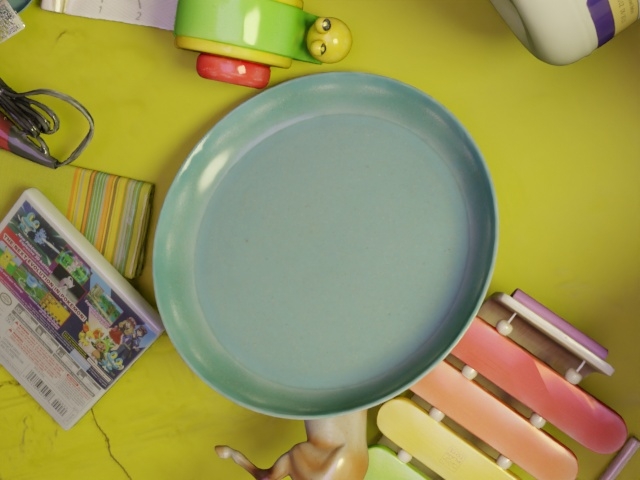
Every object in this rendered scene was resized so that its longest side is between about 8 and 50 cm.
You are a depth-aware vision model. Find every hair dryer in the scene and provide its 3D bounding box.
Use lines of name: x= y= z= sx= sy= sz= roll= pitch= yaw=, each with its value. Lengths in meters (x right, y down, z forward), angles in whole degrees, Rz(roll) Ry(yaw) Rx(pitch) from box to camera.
hair dryer: x=-0.390 y=-0.146 z=0.787 sx=0.293 sy=0.080 sz=0.224 roll=-20 pitch=95 yaw=23

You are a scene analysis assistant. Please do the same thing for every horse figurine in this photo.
horse figurine: x=-0.011 y=0.165 z=0.701 sx=0.174 sy=0.066 sz=0.263 roll=-1 pitch=66 yaw=30

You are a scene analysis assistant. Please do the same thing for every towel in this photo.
towel: x=-0.291 y=-0.036 z=0.824 sx=0.237 sy=0.021 sz=0.102 roll=14 pitch=95 yaw=12

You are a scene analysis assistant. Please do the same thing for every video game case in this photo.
video game case: x=-0.284 y=0.076 z=0.819 sx=0.201 sy=0.023 sz=0.183 roll=46 pitch=113 yaw=2

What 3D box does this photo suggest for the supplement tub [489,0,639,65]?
supplement tub: x=0.241 y=-0.309 z=0.542 sx=0.331 sy=0.241 sz=0.241 roll=-34 pitch=89 yaw=15

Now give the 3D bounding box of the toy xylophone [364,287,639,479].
toy xylophone: x=0.153 y=0.204 z=0.715 sx=0.236 sy=0.081 sz=0.323 roll=28 pitch=103 yaw=8

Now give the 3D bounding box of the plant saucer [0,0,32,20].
plant saucer: x=-0.332 y=-0.285 z=0.797 sx=0.119 sy=0.021 sz=0.119 roll=2 pitch=98 yaw=14

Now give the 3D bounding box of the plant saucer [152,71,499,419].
plant saucer: x=0.000 y=0.000 z=0.690 sx=0.317 sy=0.044 sz=0.318 roll=-7 pitch=69 yaw=18

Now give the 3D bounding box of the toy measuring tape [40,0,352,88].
toy measuring tape: x=-0.133 y=-0.211 z=0.712 sx=0.330 sy=0.121 sz=0.121 roll=13 pitch=100 yaw=12
